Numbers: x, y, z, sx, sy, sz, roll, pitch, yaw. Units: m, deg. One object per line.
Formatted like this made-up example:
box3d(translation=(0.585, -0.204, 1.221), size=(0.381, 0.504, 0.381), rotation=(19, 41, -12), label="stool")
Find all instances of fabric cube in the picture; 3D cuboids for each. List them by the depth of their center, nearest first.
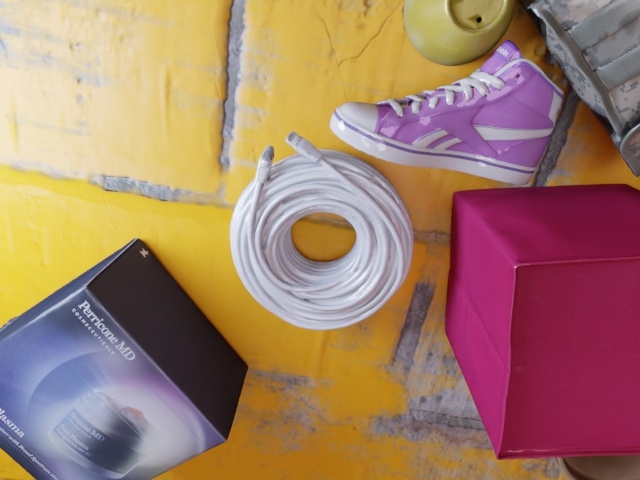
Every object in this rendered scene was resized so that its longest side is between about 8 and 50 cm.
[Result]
box3d(translation=(0.318, 0.085, 0.590), size=(0.254, 0.258, 0.259), rotation=(-2, 112, 2), label="fabric cube")

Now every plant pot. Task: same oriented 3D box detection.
box3d(translation=(0.171, -0.275, 0.540), size=(0.134, 0.095, 0.134), rotation=(1, 111, 1), label="plant pot")
box3d(translation=(0.480, 0.284, 0.742), size=(0.237, 0.110, 0.237), rotation=(1, 111, 3), label="plant pot")

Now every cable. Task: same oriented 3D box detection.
box3d(translation=(0.000, 0.000, 0.660), size=(0.257, 0.089, 0.257), rotation=(27, 111, -9), label="cable")

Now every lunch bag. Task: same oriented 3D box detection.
box3d(translation=(0.398, -0.227, 0.499), size=(0.235, 0.169, 0.287), rotation=(-36, 108, 30), label="lunch bag")

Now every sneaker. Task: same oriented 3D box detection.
box3d(translation=(0.159, -0.174, 0.572), size=(0.282, 0.102, 0.161), rotation=(6, 123, -12), label="sneaker")

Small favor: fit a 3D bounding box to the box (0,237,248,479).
box3d(translation=(-0.324, 0.208, 0.705), size=(0.294, 0.183, 0.296), rotation=(-32, 107, 12), label="box")
